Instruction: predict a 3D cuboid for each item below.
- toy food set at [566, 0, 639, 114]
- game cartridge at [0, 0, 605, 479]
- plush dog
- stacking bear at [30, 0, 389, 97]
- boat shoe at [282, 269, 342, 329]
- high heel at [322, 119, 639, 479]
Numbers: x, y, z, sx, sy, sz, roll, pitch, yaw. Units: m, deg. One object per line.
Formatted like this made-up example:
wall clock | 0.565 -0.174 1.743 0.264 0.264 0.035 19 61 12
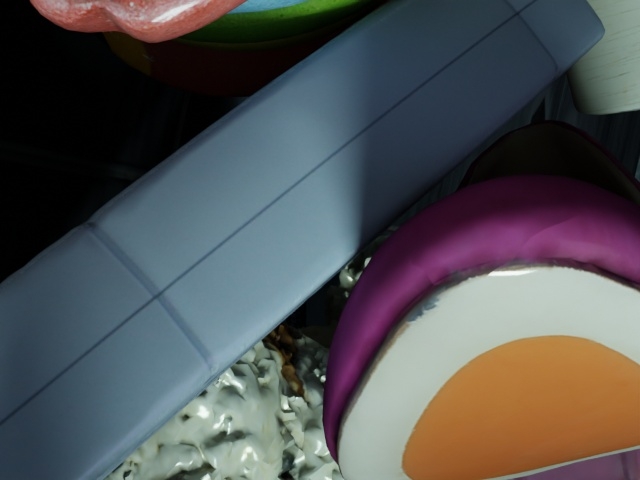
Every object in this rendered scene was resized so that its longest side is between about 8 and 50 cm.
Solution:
toy food set | 0.129 -0.186 0.700 0.306 0.092 0.219 -50 125 -73
game cartridge | -0.033 0.012 0.504 0.294 0.060 0.196 -40 -178 -44
plush dog | -0.030 0.099 0.708 0.225 0.211 0.262 54 23 -50
stacking bear | -0.029 -0.122 0.498 0.164 0.175 0.289 -37 171 -4
boat shoe | 0.000 0.000 0.871 0.083 0.065 0.183 -63 165 -47
high heel | 0.061 -0.006 0.567 0.377 0.127 0.181 62 18 -73
